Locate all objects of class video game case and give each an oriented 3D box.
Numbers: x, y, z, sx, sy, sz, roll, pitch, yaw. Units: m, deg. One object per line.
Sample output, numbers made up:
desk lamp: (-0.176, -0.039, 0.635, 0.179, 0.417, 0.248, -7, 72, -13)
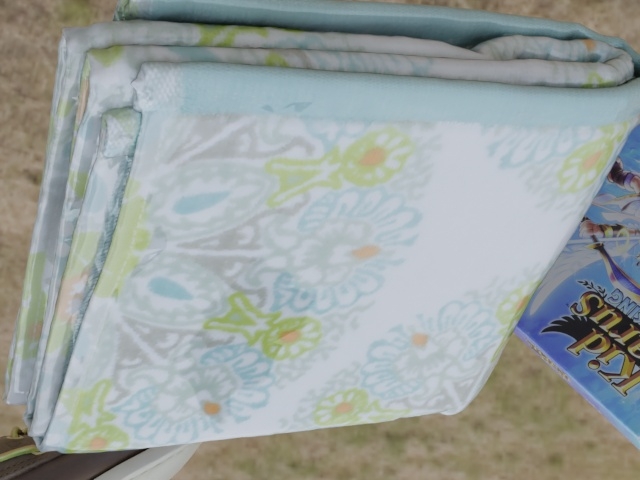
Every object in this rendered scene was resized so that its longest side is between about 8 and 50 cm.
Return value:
video game case: (0.297, 0.025, 1.005, 0.269, 0.244, 0.061, 45, 179, 40)

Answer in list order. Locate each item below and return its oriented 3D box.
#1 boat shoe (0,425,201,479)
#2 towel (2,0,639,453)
boat shoe: (-0.217, 0.185, 0.746, 0.097, 0.324, 0.117, 47, 138, 17)
towel: (0.000, 0.000, 0.682, 0.374, 0.090, 0.321, -1, 135, -27)
